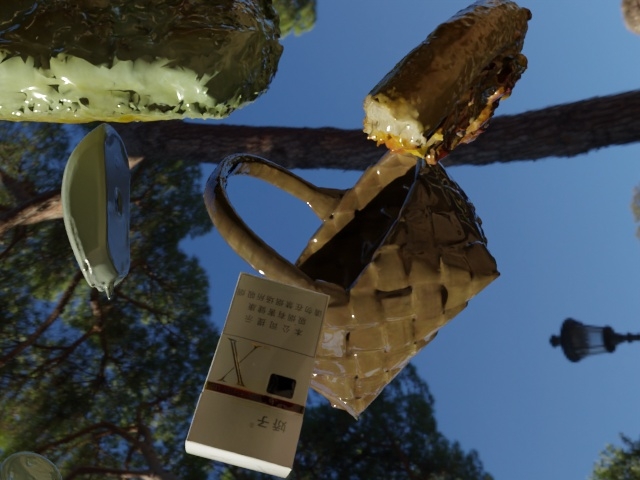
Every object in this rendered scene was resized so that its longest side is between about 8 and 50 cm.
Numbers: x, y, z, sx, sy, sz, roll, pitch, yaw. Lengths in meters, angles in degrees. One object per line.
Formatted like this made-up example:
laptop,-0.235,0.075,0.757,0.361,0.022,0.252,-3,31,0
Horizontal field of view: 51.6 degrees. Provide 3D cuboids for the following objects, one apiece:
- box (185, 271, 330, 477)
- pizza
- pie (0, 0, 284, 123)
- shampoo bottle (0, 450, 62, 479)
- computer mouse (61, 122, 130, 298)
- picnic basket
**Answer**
box,-0.049,0.108,0.550,0.083,0.040,0.154,17,-124,-5
pizza,0.100,-0.109,0.461,0.058,0.127,0.246,43,-160,9
pie,-0.247,-0.246,0.692,0.394,0.418,0.181,-10,-46,-8
shampoo bottle,-0.295,0.267,0.571,0.056,0.056,0.195,27,-72,-36
computer mouse,-0.227,-0.027,0.666,0.089,0.056,0.182,62,-160,-72
picnic basket,0.000,0.000,0.815,0.337,0.337,0.293,56,-164,-21
